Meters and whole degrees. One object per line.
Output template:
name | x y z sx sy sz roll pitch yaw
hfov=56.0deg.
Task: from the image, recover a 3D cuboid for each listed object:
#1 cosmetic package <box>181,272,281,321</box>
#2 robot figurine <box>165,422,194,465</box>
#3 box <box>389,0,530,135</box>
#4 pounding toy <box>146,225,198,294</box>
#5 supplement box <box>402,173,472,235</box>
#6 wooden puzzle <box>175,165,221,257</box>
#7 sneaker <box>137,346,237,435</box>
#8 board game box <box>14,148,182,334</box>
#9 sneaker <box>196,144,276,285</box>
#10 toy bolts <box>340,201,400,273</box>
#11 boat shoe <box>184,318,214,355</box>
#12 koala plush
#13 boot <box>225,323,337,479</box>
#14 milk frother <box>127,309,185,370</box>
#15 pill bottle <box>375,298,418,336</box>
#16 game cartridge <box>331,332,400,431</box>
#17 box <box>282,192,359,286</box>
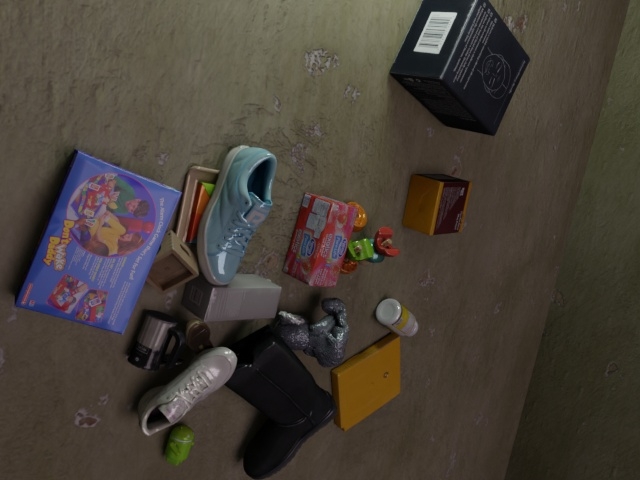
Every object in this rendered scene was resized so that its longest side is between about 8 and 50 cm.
cosmetic package | -0.238 0.151 1.637 0.238 0.127 0.107 9 100 -44
robot figurine | -0.399 0.575 1.705 0.101 0.067 0.115 1 109 -73
box | 0.456 -0.564 1.937 0.395 0.212 0.293 27 88 -46
pounding toy | -0.376 0.032 1.465 0.130 0.100 0.141 -28 133 7
supplement box | 0.416 -0.131 2.146 0.194 0.129 0.191 -6 112 -42
wooden puzzle | -0.268 -0.062 1.572 0.221 0.044 0.238 7 103 -46
sneaker | -0.340 0.400 1.564 0.305 0.152 0.114 -37 107 0
board game box | -0.484 0.007 1.319 0.233 0.078 0.347 23 91 -28
sneaker | -0.200 -0.062 1.494 0.135 0.150 0.365 14 87 -44
toy bolts | 0.115 0.008 1.948 0.228 0.158 0.218 6 61 -38
boat shoe | -0.332 0.247 1.592 0.068 0.072 0.190 -28 152 -21
koala plush | -0.042 0.288 1.858 0.221 0.203 0.196 12 124 -19
boot | -0.181 0.494 1.797 0.367 0.146 0.445 -43 135 -9
milk frother | -0.405 0.261 1.558 0.143 0.129 0.134 -62 175 -88
pill bottle | 0.289 0.292 2.225 0.184 0.103 0.103 39 79 -46
game cartridge | 0.176 0.533 2.267 0.324 0.053 0.285 -23 122 -33
box | 0.000 0.000 1.799 0.123 0.128 0.256 8 101 -46
